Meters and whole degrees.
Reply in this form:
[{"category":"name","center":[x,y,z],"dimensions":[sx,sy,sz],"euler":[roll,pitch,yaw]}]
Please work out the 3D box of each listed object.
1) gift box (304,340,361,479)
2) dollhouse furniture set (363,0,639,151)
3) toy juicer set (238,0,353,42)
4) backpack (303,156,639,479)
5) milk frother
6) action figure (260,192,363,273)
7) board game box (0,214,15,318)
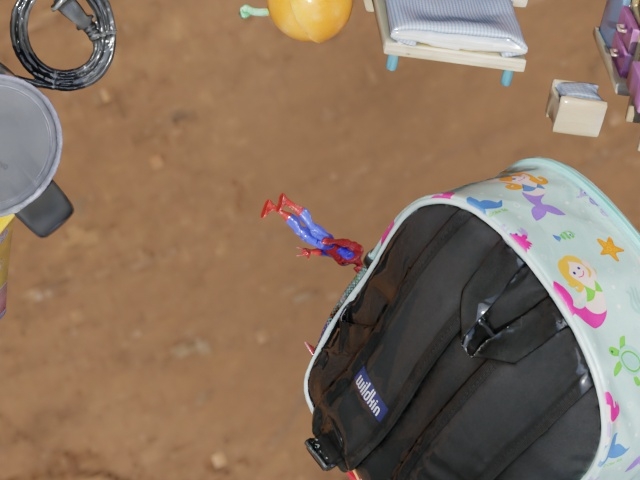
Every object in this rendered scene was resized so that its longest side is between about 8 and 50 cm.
[{"category":"gift box","center":[0.147,0.165,1.576],"dimensions":[0.258,0.255,0.276],"euler":[-34,141,6]},{"category":"dollhouse furniture set","center":[0.179,-0.239,1.646],"dimensions":[0.303,0.286,0.198],"euler":[7,118,-6]},{"category":"toy juicer set","center":[-0.032,-0.262,1.216],"dimensions":[0.089,0.209,0.329],"euler":[-22,147,-24]},{"category":"backpack","center":[0.125,0.077,1.166],"dimensions":[0.191,0.225,0.253],"euler":[-21,152,-31]},{"category":"milk frother","center":[-0.174,-0.089,1.059],"dimensions":[0.129,0.135,0.143],"euler":[30,96,-35]},{"category":"action figure","center":[0.000,0.000,1.651],"dimensions":[0.115,0.030,0.038],"euler":[32,144,-27]},{"category":"board game box","center":[-0.395,-0.019,1.690],"dimensions":[0.064,0.242,0.316],"euler":[-56,178,-21]}]
